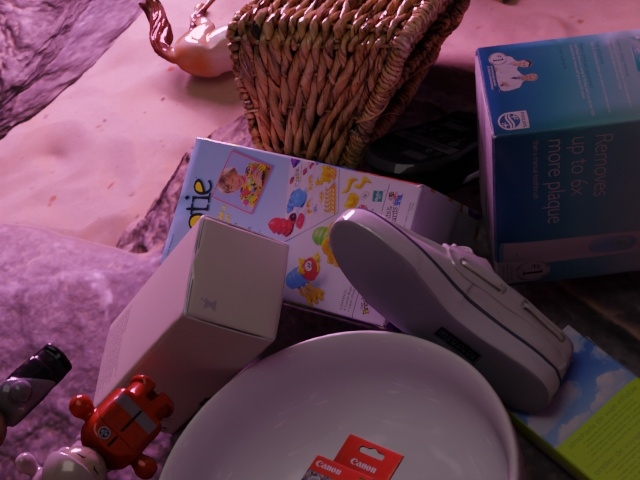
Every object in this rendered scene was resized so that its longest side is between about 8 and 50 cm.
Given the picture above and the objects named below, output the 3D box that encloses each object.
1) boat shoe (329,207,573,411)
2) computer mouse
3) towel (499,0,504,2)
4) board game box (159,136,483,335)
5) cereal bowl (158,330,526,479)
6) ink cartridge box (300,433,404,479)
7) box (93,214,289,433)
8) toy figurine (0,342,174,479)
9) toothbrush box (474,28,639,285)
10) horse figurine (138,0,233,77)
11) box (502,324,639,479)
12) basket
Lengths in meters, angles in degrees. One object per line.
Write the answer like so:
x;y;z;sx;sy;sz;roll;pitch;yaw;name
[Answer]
0.122;0.050;1.455;0.084;0.258;0.095;-54;10;-36;boat shoe
0.182;-0.085;1.649;0.184;0.060;0.262;21;34;38;computer mouse
0.208;-0.317;1.903;0.083;0.009;0.060;29;67;38;towel
0.000;0.000;1.612;0.275;0.142;0.144;14;87;32;board game box
0.028;0.255;1.416;0.339;0.141;0.339;-13;48;15;cereal bowl
0.015;0.213;1.341;0.063;0.029;0.115;18;62;34;ink cartridge box
-0.131;0.089;1.542;0.275;0.094;0.113;-43;33;55;box
-0.234;0.224;1.510;0.209;0.213;0.148;17;47;33;toy figurine
0.300;-0.082;1.487;0.296;0.216;0.126;-7;49;1;toothbrush box
-0.106;-0.259;1.958;0.263;0.066;0.174;-3;46;19;horse figurine
0.255;0.165;1.456;0.109;0.042;0.178;-39;47;-12;box
0.071;-0.205;1.720;0.223;0.213;0.299;5;37;27;basket
